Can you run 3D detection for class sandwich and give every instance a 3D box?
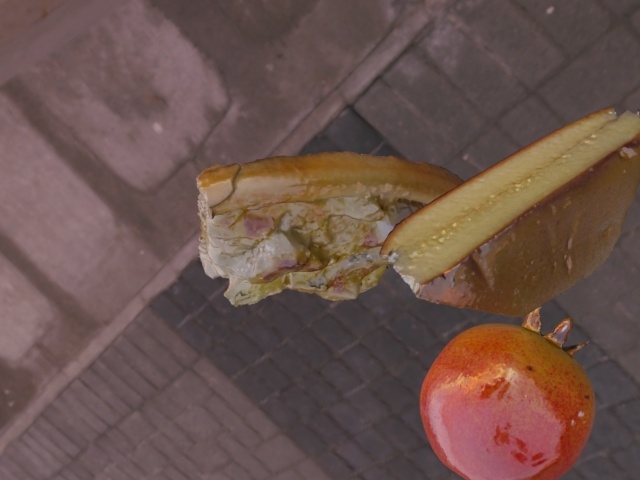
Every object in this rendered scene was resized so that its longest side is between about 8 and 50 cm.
[{"bbox_3d":[0.167,-0.015,0.781,0.094,0.258,0.096,43,157,48],"label":"sandwich"}]

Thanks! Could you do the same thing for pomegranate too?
[{"bbox_3d":[0.251,0.198,1.239,0.220,0.257,0.221,27,166,7],"label":"pomegranate"}]

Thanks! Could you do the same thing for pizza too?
[{"bbox_3d":[0.000,0.000,0.911,0.223,0.323,0.089,-44,55,43],"label":"pizza"}]
